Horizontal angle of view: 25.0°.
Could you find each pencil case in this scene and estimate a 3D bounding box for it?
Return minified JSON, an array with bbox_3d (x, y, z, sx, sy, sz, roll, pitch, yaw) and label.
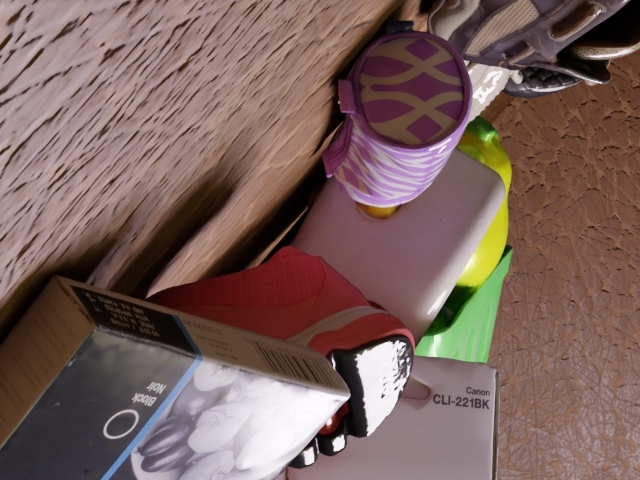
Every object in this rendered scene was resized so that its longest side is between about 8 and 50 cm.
[{"bbox_3d":[0.050,-0.077,0.998,0.088,0.086,0.206,-14,169,-4],"label":"pencil case"}]

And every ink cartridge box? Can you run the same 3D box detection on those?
[{"bbox_3d":[-0.114,0.124,0.741,0.208,0.045,0.206,-49,144,15],"label":"ink cartridge box"},{"bbox_3d":[-0.003,0.165,1.230,0.273,0.197,0.114,-22,-118,59],"label":"ink cartridge box"}]

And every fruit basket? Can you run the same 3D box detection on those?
[{"bbox_3d":[0.092,0.032,1.701,0.392,0.282,0.392,0,90,-70],"label":"fruit basket"}]

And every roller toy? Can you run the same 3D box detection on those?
[{"bbox_3d":[0.054,-0.004,1.232,0.191,0.146,0.209,-61,176,14],"label":"roller toy"}]

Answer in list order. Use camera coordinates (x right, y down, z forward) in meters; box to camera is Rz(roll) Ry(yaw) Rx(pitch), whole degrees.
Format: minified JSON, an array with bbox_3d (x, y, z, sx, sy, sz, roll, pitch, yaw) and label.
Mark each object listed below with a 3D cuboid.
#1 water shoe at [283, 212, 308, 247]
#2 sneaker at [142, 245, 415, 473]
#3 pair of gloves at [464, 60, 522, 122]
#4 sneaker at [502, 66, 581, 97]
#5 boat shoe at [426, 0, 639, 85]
[{"bbox_3d":[0.000,0.000,1.377,0.203,0.073,0.080,-44,-163,1],"label":"water shoe"},{"bbox_3d":[-0.102,0.104,0.885,0.313,0.136,0.116,-25,140,-17],"label":"sneaker"},{"bbox_3d":[0.176,-0.192,1.210,0.240,0.042,0.204,-45,164,-1],"label":"pair of gloves"},{"bbox_3d":[0.250,-0.211,1.702,0.124,0.107,0.283,-44,179,37],"label":"sneaker"},{"bbox_3d":[0.155,-0.156,0.950,0.132,0.130,0.355,-48,173,3],"label":"boat shoe"}]
